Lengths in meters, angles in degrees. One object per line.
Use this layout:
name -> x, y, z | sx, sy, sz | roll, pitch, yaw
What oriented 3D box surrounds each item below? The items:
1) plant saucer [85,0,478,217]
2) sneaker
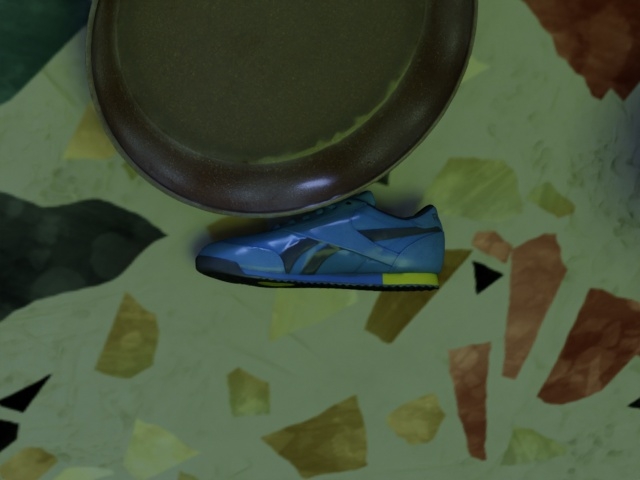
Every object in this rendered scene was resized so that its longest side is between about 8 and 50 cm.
plant saucer -> -0.032, -0.163, 1.397 | 0.310, 0.050, 0.311 | -10, 122, -16
sneaker -> 0.000, 0.000, 1.507 | 0.209, 0.069, 0.082 | 1, 86, -12
